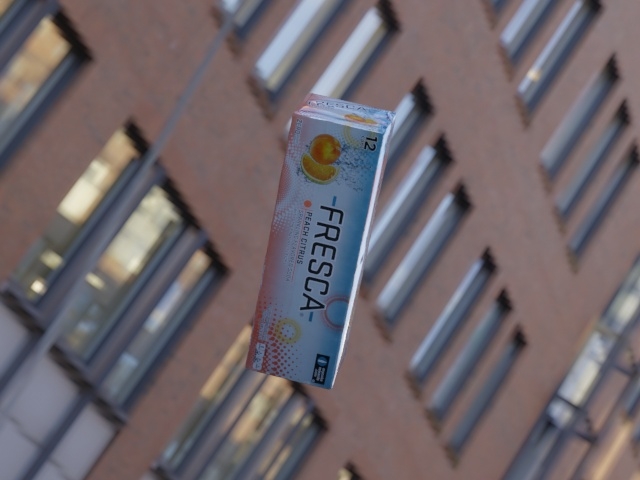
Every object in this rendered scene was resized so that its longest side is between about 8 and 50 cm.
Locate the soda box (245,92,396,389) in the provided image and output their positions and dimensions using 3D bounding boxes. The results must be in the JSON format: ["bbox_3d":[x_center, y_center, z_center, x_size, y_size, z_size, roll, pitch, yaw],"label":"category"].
[{"bbox_3d":[0.000,0.000,1.153,0.063,0.183,0.058,14,21,6],"label":"soda box"}]
